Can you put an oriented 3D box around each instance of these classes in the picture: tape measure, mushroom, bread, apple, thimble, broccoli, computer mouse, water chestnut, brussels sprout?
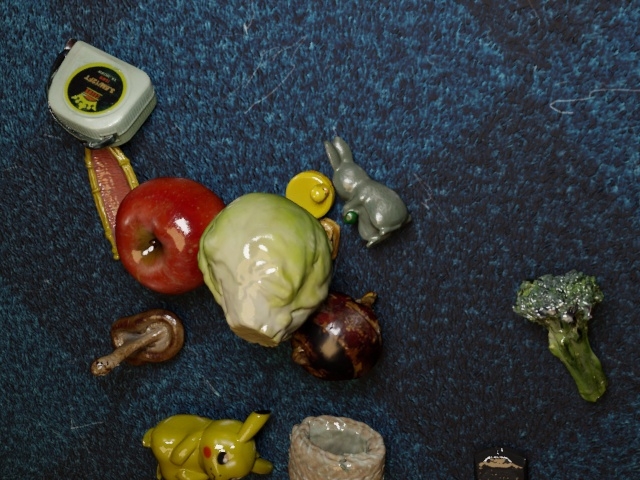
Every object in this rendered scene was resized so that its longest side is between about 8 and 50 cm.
[{"bbox_3d":[-0.503,-0.313,1.296,0.235,0.115,0.207,27,73,7],"label":"tape measure"},{"bbox_3d":[-0.460,0.266,1.437,0.226,0.217,0.148,-24,98,22],"label":"mushroom"},{"bbox_3d":[0.000,0.000,1.310,0.083,0.044,0.111,15,113,13],"label":"bread"},{"bbox_3d":[-0.325,-0.016,1.310,0.260,0.216,0.261,6,109,16],"label":"apple"},{"bbox_3d":[0.041,0.516,1.382,0.229,0.195,0.148,20,111,42],"label":"thimble"},{"bbox_3d":[0.509,0.201,1.182,0.164,0.146,0.304,-19,113,25],"label":"broccoli"},{"bbox_3d":[0.414,0.571,1.346,0.121,0.073,0.217,-1,100,15],"label":"computer mouse"},{"bbox_3d":[0.041,0.198,1.290,0.223,0.238,0.224,30,153,17],"label":"water chestnut"},{"bbox_3d":[-0.110,0.042,1.160,0.242,0.317,0.274,-11,117,30],"label":"brussels sprout"}]

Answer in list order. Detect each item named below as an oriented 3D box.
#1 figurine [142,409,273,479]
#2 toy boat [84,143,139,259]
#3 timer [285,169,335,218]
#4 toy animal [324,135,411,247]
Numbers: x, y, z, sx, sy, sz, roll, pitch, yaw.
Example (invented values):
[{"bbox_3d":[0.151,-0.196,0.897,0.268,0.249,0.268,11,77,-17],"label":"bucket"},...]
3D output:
[{"bbox_3d":[-0.275,0.535,1.497,0.326,0.169,0.218,0,122,19],"label":"figurine"},{"bbox_3d":[-0.491,-0.119,1.396,0.140,0.099,0.318,-7,102,19],"label":"toy boat"},{"bbox_3d":[-0.023,-0.095,1.251,0.107,0.109,0.107,5,108,16],"label":"timer"},{"bbox_3d":[0.085,-0.102,1.235,0.236,0.138,0.108,58,153,18],"label":"toy animal"}]
